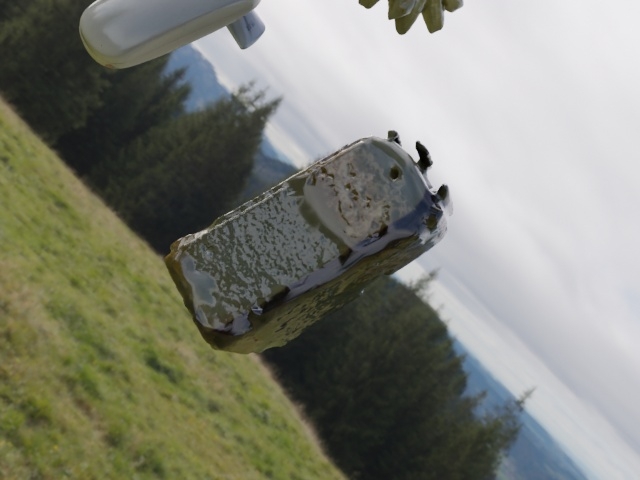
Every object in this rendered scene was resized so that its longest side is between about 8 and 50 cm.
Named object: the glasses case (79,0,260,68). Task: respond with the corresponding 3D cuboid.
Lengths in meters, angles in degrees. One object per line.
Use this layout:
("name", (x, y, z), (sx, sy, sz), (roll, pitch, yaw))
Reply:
("glasses case", (-0.153, -0.245, 0.856), (0.081, 0.204, 0.051), (56, -18, 16))

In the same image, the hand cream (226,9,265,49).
("hand cream", (-0.181, -0.454, 1.417), (0.048, 0.079, 0.255), (2, -45, 48))

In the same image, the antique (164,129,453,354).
("antique", (0.000, 0.000, 0.847), (0.125, 0.284, 0.150), (60, 5, 17))

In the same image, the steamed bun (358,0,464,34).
("steamed bun", (0.158, -0.482, 1.328), (0.427, 0.247, 0.189), (1, 59, -42))
